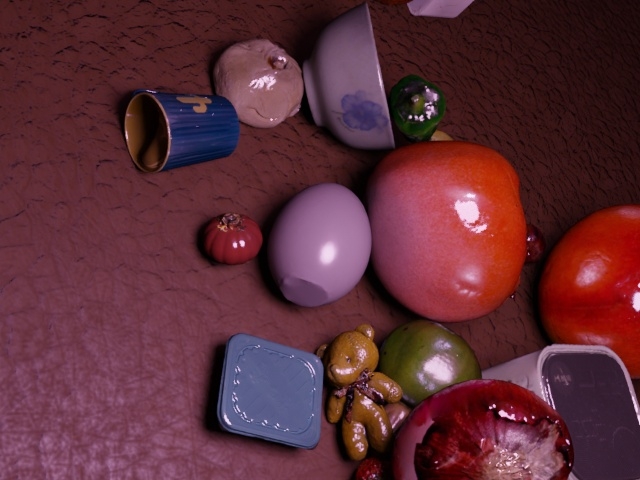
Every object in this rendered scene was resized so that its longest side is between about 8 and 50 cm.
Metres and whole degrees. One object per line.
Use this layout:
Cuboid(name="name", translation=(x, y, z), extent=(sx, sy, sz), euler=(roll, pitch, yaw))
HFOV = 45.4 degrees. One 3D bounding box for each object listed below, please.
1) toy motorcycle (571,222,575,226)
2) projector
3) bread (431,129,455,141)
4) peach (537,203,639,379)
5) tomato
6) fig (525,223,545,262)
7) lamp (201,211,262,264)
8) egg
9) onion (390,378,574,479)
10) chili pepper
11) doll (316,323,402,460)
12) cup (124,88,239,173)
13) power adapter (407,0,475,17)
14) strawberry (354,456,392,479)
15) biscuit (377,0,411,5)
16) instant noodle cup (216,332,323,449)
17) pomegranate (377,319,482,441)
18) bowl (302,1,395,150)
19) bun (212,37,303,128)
Cuboid(name="toy motorcycle", translation=(0.651, 0.049, 1.806), extent=(0.190, 0.074, 0.106), euler=(49, 40, -4))
Cuboid(name="projector", translation=(0.401, 0.339, 1.368), extent=(0.248, 0.249, 0.249), euler=(6, 64, -33))
Cuboid(name="bread", translation=(0.249, -0.174, 1.644), extent=(0.149, 0.065, 0.188), euler=(7, 66, -26))
Cuboid(name="peach", translation=(0.649, 0.105, 1.556), extent=(0.388, 0.388, 0.389), euler=(15, 60, -28))
Cuboid(name="tomato", translation=(0.209, -0.019, 1.384), extent=(0.272, 0.341, 0.342), euler=(4, 64, -12))
Cuboid(name="fig", translation=(0.450, -0.009, 1.696), extent=(0.088, 0.089, 0.125), euler=(31, 29, -18))
Cuboid(name="lamp", translation=(-0.146, -0.003, 1.266), extent=(0.101, 0.090, 0.101), euler=(3, 35, -2))
Cuboid(name="egg", translation=(0.000, 0.000, 1.309), extent=(0.176, 0.176, 0.232), euler=(29, 47, -20))
Cuboid(name="onion", translation=(0.240, 0.322, 1.180), extent=(0.272, 0.272, 0.195), euler=(40, 16, -12))
Cuboid(name="chili pepper", translation=(0.176, -0.247, 1.434), extent=(0.099, 0.270, 0.136), euler=(-7, 93, 2))
Cuboid(name="doll", translation=(0.057, 0.249, 1.248), extent=(0.097, 0.137, 0.210), euler=(20, 49, -56))
Cuboid(name="cup", translation=(-0.239, -0.198, 1.289), extent=(0.155, 0.131, 0.176), euler=(-12, 49, -42))
Cuboid(name="power adapter", translation=(0.314, -0.624, 1.870), extent=(0.204, 0.125, 0.130), euler=(-11, 73, -37))
Cuboid(name="strawberry", translation=(0.103, 0.396, 1.238), extent=(0.106, 0.106, 0.106), euler=(15, 60, -28))
Cuboid(name="biscuit", translation=(0.170, -0.640, 1.756), extent=(0.192, 0.192, 0.049), euler=(37, 11, -14))
Cuboid(name="instant noodle cup", translation=(-0.085, 0.241, 1.199), extent=(0.179, 0.070, 0.157), euler=(20, 56, -25))
Cuboid(name="pomegranate", translation=(0.168, 0.250, 1.315), extent=(0.187, 0.187, 0.225), euler=(39, 76, -12))
Cuboid(name="bowl", translation=(0.048, -0.299, 1.477), extent=(0.146, 0.289, 0.290), euler=(-12, 69, 6))
Cuboid(name="bun", translation=(-0.106, -0.301, 1.425), extent=(0.173, 0.113, 0.167), euler=(-15, 77, -36))
